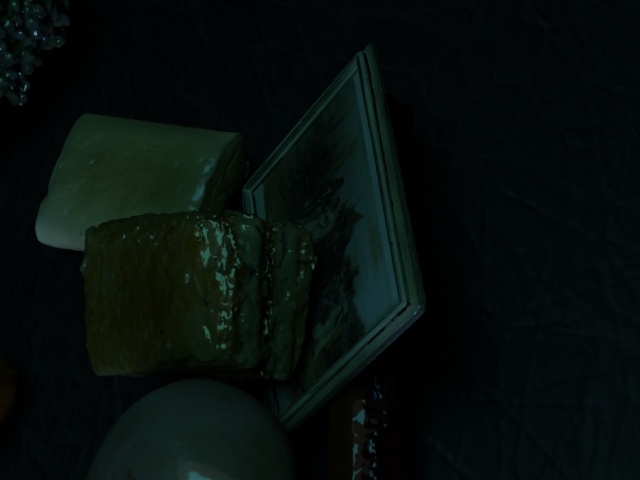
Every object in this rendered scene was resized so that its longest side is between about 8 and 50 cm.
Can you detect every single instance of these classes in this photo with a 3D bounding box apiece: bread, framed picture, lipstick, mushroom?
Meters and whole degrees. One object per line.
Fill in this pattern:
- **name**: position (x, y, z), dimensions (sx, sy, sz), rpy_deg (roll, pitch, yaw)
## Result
- **bread**: position (-0.102, 0.046, 1.225), dimensions (0.196, 0.102, 0.138), rpy_deg (-2, 89, 44)
- **framed picture**: position (0.000, 0.000, 1.229), dimensions (0.217, 0.017, 0.274), rpy_deg (-47, 38, 38)
- **lipstick**: position (0.040, 0.073, 1.218), dimensions (0.077, 0.077, 0.418), rpy_deg (-10, 62, 22)
- **mushroom**: position (-0.088, 0.220, 1.156), dimensions (0.226, 0.178, 0.226), rpy_deg (-40, 39, 43)
- **bread**: position (-0.164, -0.044, 1.389), dimensions (0.178, 0.060, 0.139), rpy_deg (12, 72, 30)

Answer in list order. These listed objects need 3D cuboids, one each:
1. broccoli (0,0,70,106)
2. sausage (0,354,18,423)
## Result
- **broccoli**: position (-0.425, -0.254, 1.494), dimensions (0.334, 0.324, 0.272), rpy_deg (-40, 43, -12)
- **sausage**: position (-0.385, 0.214, 1.347), dimensions (0.300, 0.083, 0.089), rpy_deg (-50, 42, -6)
